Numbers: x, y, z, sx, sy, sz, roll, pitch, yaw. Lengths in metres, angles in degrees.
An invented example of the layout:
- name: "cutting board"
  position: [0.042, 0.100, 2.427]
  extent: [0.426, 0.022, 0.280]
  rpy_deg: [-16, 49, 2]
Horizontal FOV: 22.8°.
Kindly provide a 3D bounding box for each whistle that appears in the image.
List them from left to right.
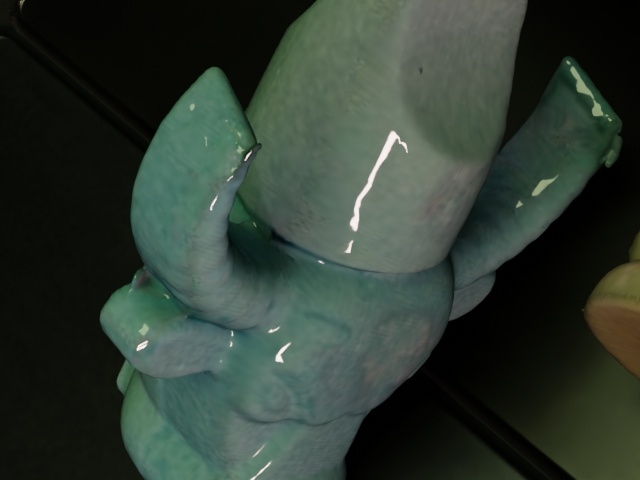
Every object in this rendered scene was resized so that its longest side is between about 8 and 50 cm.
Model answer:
- name: "whistle"
  position: [0.000, 0.000, 0.524]
  extent: [0.093, 0.186, 0.274]
  rpy_deg: [45, 125, 31]

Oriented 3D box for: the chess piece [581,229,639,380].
- name: "chess piece"
  position: [0.164, -0.021, 0.506]
  extent: [0.094, 0.094, 0.170]
  rpy_deg: [26, 74, 32]
